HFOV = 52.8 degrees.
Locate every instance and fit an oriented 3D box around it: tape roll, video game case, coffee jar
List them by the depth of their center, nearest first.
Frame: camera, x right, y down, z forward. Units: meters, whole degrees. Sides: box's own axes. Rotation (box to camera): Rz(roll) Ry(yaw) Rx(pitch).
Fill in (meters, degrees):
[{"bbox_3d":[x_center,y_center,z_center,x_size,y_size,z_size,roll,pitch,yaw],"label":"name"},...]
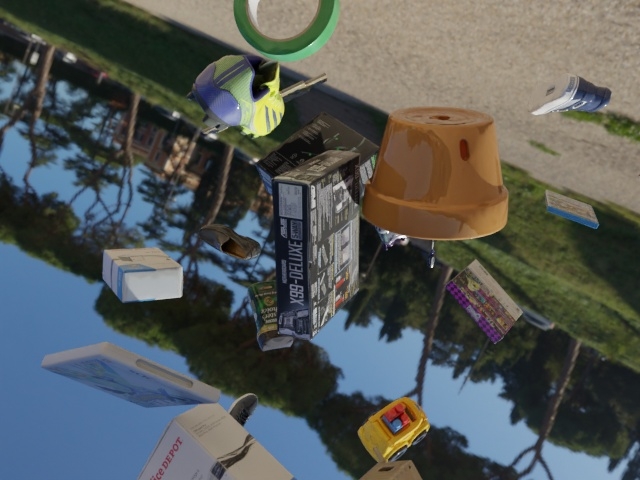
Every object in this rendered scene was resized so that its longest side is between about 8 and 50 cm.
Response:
[{"bbox_3d":[-0.439,0.318,1.478,0.300,0.036,0.329,34,147,-33],"label":"video game case"},{"bbox_3d":[0.603,-0.078,1.557,0.119,0.015,0.166,22,-158,9],"label":"video game case"},{"bbox_3d":[-0.135,0.205,1.738,0.096,0.079,0.185,-7,-120,-18],"label":"coffee jar"},{"bbox_3d":[-0.104,-0.713,1.959,0.321,0.321,0.077,26,-174,13],"label":"tape roll"},{"bbox_3d":[0.521,0.187,2.040,0.232,0.042,0.210,50,-143,9],"label":"video game case"}]

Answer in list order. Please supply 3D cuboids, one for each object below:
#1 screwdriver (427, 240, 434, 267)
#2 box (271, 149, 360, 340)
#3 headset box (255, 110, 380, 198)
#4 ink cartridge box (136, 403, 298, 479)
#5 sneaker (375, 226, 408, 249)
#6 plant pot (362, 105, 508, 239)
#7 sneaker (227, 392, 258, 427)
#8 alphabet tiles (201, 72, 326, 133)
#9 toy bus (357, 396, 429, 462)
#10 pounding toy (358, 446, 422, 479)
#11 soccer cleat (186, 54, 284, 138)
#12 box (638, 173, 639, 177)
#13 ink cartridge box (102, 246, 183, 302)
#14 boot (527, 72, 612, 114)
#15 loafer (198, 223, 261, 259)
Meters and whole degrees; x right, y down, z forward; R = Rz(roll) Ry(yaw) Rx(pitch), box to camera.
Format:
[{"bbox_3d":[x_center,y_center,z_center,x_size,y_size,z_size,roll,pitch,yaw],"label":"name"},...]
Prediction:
[{"bbox_3d":[0.352,0.021,2.018,0.024,0.170,0.025,-15,-134,-14],"label":"screwdriver"},{"bbox_3d":[0.000,0.000,1.247,0.076,0.308,0.242,9,-157,23],"label":"box"},{"bbox_3d":[0.009,-0.203,1.813,0.246,0.283,0.131,38,161,34],"label":"headset box"},{"bbox_3d":[-0.244,0.641,1.617,0.395,0.286,0.166,39,-157,17],"label":"ink cartridge box"},{"bbox_3d":[0.258,-0.060,1.921,0.223,0.098,0.083,-29,-147,-20],"label":"sneaker"},{"bbox_3d":[0.228,-0.146,1.268,0.290,0.204,0.291,0,-158,0],"label":"plant pot"},{"bbox_3d":[-0.255,0.594,2.072,0.163,0.226,0.086,-2,126,55],"label":"sneaker"},{"bbox_3d":[-0.139,-0.353,1.677,0.285,0.342,0.011,-80,-35,-80],"label":"alphabet tiles"},{"bbox_3d":[0.247,0.562,2.014,0.220,0.211,0.149,-26,-120,-27],"label":"toy bus"},{"bbox_3d":[0.147,0.491,1.283,0.100,0.141,0.130,-28,-92,-37],"label":"pounding toy"},{"bbox_3d":[-0.095,-0.223,0.978,0.093,0.121,0.289,55,-163,1],"label":"soccer cleat"},{"bbox_3d":[1.038,-0.189,1.786,0.122,0.128,0.257,43,175,-10],"label":"box"},{"bbox_3d":[-0.425,0.078,1.528,0.139,0.082,0.190,-4,-163,-31],"label":"ink cartridge box"},{"bbox_3d":[0.454,-0.259,1.190,0.086,0.069,0.190,17,-174,-4],"label":"boot"},{"bbox_3d":[-0.233,0.004,1.599,0.170,0.062,0.061,17,-161,17],"label":"loafer"}]
